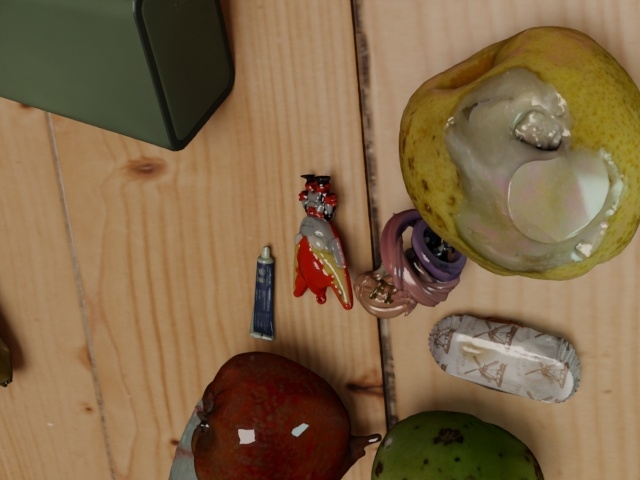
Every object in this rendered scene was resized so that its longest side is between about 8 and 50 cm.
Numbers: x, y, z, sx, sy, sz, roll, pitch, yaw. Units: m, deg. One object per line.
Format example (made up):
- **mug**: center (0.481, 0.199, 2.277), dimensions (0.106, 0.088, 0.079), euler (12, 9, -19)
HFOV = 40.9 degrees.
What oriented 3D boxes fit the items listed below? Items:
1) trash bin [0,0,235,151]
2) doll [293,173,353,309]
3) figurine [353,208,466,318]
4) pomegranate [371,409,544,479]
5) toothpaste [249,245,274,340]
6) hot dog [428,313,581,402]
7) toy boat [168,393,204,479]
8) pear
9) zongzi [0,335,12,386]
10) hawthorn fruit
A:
- **trash bin**: center (-0.305, -0.263, 1.048), dimensions (0.343, 0.158, 0.223), euler (14, 141, 19)
- **doll**: center (0.000, 0.000, 1.104), dimensions (0.109, 0.057, 0.169), euler (10, 101, 47)
- **figurine**: center (0.104, 0.045, 1.045), dimensions (0.157, 0.126, 0.114), euler (-56, 50, 25)
- **pomegranate**: center (0.162, 0.336, 1.043), dimensions (0.214, 0.214, 0.248), euler (6, 77, 20)
- **toothpaste**: center (-0.078, 0.073, 1.177), dimensions (0.037, 0.021, 0.140), euler (11, 112, 17)
- **hot dog**: center (0.225, 0.145, 1.062), dimensions (0.192, 0.053, 0.099), euler (10, 109, 22)
- **toy boat**: center (-0.157, 0.339, 1.267), dimensions (0.206, 0.096, 0.283), euler (2, 98, 36)
- **pear**: center (0.217, -0.084, 0.901), dimensions (0.271, 0.271, 0.271), euler (7, 109, 20)
- **zongzi**: center (-0.632, 0.123, 1.367), dimensions (0.260, 0.123, 0.289), euler (-18, 89, 28)
- **hawthorn fruit**: center (-0.042, 0.258, 1.133), dimensions (0.248, 0.208, 0.208), euler (13, 113, -8)
